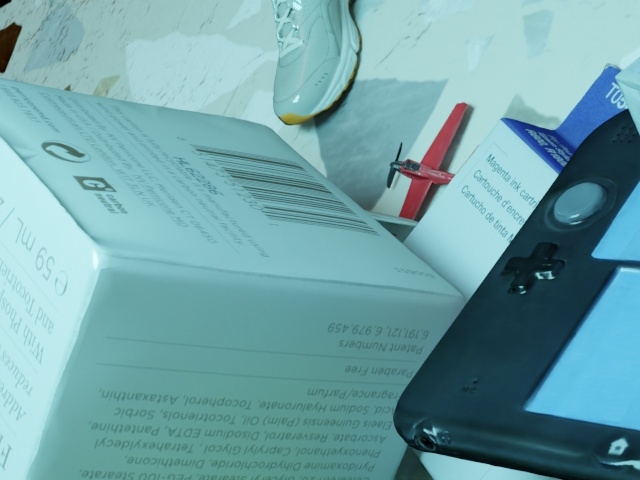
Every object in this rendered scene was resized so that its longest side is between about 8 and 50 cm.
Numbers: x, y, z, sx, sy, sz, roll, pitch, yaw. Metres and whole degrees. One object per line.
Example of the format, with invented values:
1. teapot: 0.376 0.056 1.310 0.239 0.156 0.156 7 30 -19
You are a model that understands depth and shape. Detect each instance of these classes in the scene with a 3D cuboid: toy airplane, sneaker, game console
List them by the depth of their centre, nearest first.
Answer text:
1. game console: 0.269 0.027 1.133 0.386 0.060 0.342 5 43 47
2. toy airplane: 0.103 -0.055 1.565 0.151 0.028 0.151 -31 45 37
3. sneaker: -0.024 -0.242 1.782 0.099 0.121 0.262 -17 52 46

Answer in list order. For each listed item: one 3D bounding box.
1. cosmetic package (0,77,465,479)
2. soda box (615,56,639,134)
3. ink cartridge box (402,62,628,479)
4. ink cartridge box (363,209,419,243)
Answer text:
1. cosmetic package: -0.157 0.126 1.385 0.329 0.327 0.394 41 117 48
2. soda box: 0.338 -0.147 1.185 0.286 0.098 0.091 -40 31 -15
3. ink cartridge box: 0.180 0.040 1.363 0.330 0.071 0.324 -54 34 10
4. ink cartridge box: 0.000 0.000 1.566 0.198 0.115 0.067 11 92 55
